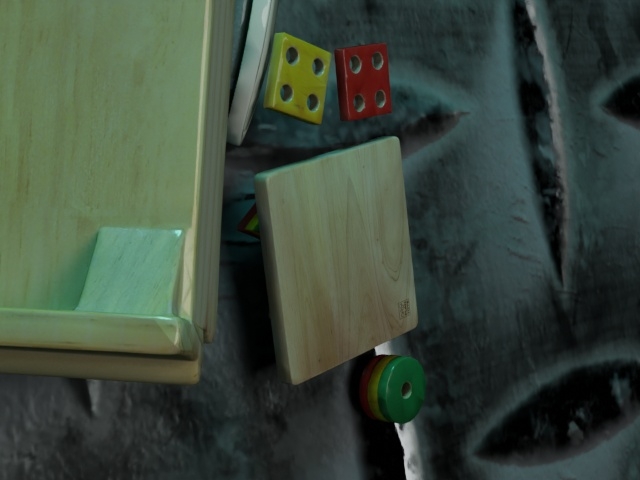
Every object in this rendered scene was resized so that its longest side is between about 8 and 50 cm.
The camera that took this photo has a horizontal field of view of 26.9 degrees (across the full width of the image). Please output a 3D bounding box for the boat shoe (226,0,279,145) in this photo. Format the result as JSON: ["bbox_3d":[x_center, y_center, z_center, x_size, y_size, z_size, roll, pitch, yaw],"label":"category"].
[{"bbox_3d":[-0.069,-0.218,0.820,0.099,0.116,0.319,4,87,-3],"label":"boat shoe"}]

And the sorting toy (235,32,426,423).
[{"bbox_3d":[0.000,0.000,0.861,0.132,0.046,0.275,-21,109,-47],"label":"sorting toy"}]

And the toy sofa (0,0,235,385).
[{"bbox_3d":[-0.122,-0.114,0.662,0.177,0.150,0.363,97,-4,-83],"label":"toy sofa"}]
